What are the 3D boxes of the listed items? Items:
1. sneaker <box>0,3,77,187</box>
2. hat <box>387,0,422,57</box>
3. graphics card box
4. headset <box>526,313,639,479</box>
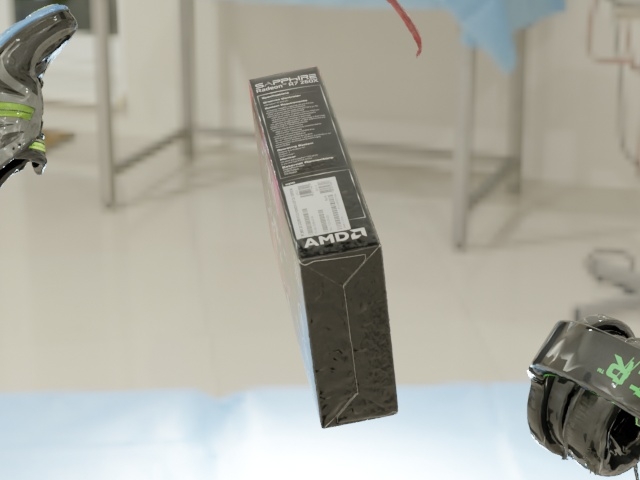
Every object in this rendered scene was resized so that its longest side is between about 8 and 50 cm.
[{"bbox_3d":[-0.230,-0.090,1.355,0.078,0.188,0.067,28,0,10],"label":"sneaker"},{"bbox_3d":[0.020,-0.305,1.627,0.208,0.173,0.183,8,38,-42],"label":"hat"},{"bbox_3d":[0.000,0.000,1.965,0.094,0.233,0.371,-11,37,-6],"label":"graphics card box"},{"bbox_3d":[0.282,0.191,1.533,0.243,0.185,0.394,32,-6,16],"label":"headset"}]
